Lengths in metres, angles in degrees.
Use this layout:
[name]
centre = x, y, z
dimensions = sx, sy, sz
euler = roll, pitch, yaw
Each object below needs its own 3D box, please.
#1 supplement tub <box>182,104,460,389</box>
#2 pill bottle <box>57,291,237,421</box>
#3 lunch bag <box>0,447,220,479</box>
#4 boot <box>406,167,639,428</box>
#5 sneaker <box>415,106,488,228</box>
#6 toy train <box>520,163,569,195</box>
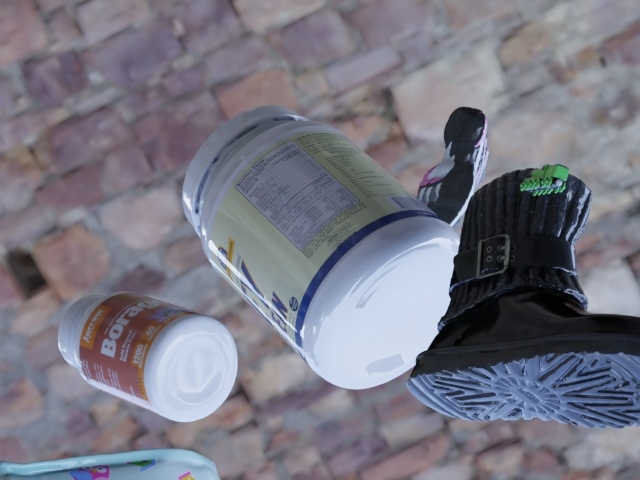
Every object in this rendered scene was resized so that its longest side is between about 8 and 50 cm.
[supplement tub]
centre = 0.000, 0.000, 2.074
dimensions = 0.235, 0.235, 0.325
euler = -32, -130, -18
[pill bottle]
centre = -0.202, 0.124, 1.919
dimensions = 0.121, 0.121, 0.216
euler = -37, -150, -30
[lunch bag]
centre = -0.177, 0.312, 1.542
dimensions = 0.262, 0.223, 0.160
euler = 2, 147, -38
[boot]
centre = 0.252, 0.048, 1.755
dimensions = 0.348, 0.131, 0.260
euler = -3, -127, 44
[sneaker]
centre = 0.182, -0.078, 2.187
dimensions = 0.072, 0.077, 0.178
euler = 15, -111, 28
[toy train]
centre = 0.190, -0.052, 1.445
dimensions = 0.083, 0.017, 0.023
euler = 177, -67, -78
